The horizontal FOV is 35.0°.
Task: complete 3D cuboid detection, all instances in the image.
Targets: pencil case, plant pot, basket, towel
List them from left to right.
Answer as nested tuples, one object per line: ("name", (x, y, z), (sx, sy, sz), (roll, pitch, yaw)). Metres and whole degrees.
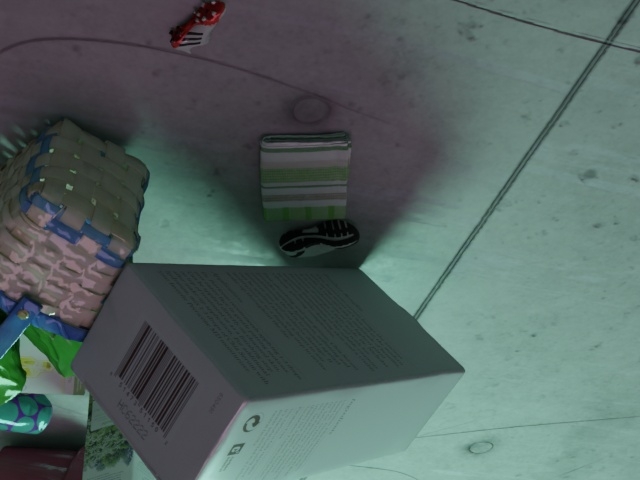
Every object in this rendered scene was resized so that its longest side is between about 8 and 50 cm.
("pencil case", (-0.497, 0.262, 1.585), (0.064, 0.070, 0.151), (1, 168, 36))
("basket", (-0.333, 0.025, 1.193), (0.201, 0.255, 0.289), (36, 119, -26))
("plant pot", (-0.476, 0.440, 1.743), (0.180, 0.201, 0.201), (16, 138, -2))
("towel", (-0.020, -0.079, 1.288), (0.113, 0.023, 0.152), (-1, 143, -2))

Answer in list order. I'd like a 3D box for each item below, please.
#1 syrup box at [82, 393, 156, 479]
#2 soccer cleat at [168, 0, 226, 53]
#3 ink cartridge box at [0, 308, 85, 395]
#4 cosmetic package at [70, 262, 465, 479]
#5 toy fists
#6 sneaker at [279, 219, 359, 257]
("syrup box", (-0.304, 0.337, 1.586), (0.093, 0.237, 0.096), (-20, 138, 16))
("soccer cleat", (-0.126, -0.228, 1.086), (0.083, 0.029, 0.035), (-30, 144, 31))
("ink cartridge box", (-0.462, 0.161, 1.499), (0.235, 0.056, 0.171), (3, 141, -14))
("cosmetic package", (-0.046, 0.157, 1.245), (0.453, 0.230, 0.161), (3, 125, -53))
("toy fists", (-0.408, 0.126, 1.373), (0.279, 0.096, 0.142), (-20, 131, -3))
("sneaker", (0.000, 0.000, 1.376), (0.109, 0.040, 0.044), (-7, 157, 7))
